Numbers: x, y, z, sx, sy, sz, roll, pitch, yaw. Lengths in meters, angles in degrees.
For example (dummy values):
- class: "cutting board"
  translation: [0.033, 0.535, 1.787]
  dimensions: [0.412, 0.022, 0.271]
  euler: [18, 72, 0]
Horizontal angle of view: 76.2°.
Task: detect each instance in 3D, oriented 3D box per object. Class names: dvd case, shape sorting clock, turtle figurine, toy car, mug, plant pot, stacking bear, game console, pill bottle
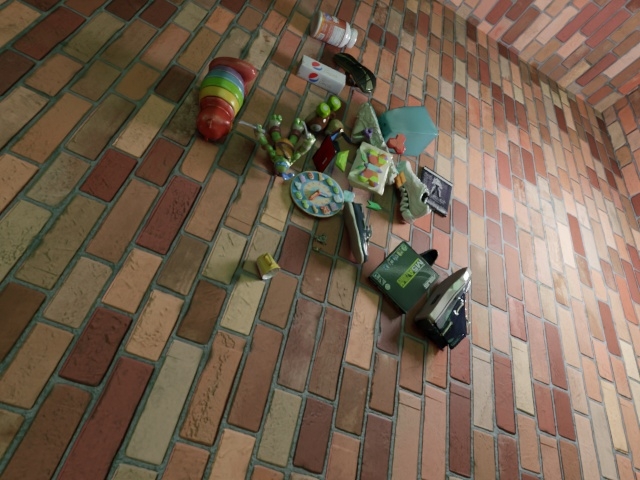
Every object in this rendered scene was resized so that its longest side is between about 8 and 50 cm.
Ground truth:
- class: "dvd case"
  translation: [0.514, -0.223, 1.839]
  dimensions: [0.164, 0.018, 0.221]
  euler: [30, 53, -9]
- class: "shape sorting clock"
  translation: [-0.010, -0.173, 1.493]
  dimensions: [0.206, 0.040, 0.207]
  euler: [10, 60, -18]
- class: "turtle figurine"
  translation: [-0.125, -0.383, 1.440]
  dimensions: [0.267, 0.197, 0.275]
  euler: [-91, 160, -49]
- class: "toy car"
  translation: [0.037, -0.442, 1.629]
  dimensions: [0.188, 0.155, 0.149]
  euler: [53, 50, -8]
- class: "mug"
  translation: [-0.161, 0.072, 1.255]
  dimensions: [0.062, 0.078, 0.064]
  euler: [4, 47, -58]
- class: "plant pot"
  translation: [0.361, -0.488, 1.822]
  dimensions: [0.234, 0.165, 0.166]
  euler: [-7, 66, -29]
- class: "stacking bear"
  translation: [-0.349, -0.482, 1.430]
  dimensions: [0.164, 0.175, 0.289]
  euler: [20, 62, -20]
- class: "game console"
  translation: [0.037, -0.341, 1.561]
  dimensions: [0.085, 0.144, 0.124]
  euler: [-7, 66, -31]
- class: "pill bottle"
  translation: [0.066, -1.024, 1.998]
  dimensions: [0.215, 0.121, 0.121]
  euler: [9, 58, -25]

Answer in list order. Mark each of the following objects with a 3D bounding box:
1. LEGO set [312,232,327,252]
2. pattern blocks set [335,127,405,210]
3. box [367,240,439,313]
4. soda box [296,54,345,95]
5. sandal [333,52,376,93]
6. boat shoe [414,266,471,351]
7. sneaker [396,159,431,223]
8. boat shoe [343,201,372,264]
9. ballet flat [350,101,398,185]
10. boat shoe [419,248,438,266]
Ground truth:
- class: "LEGO set"
  translation: [0.002, 0.002, 1.415]
  dimensions: [0.054, 0.023, 0.083]
  euler: [18, 55, -19]
- class: "pattern blocks set"
  translation: [0.198, -0.281, 1.588]
  dimensions: [0.284, 0.026, 0.326]
  euler: [8, 81, -8]
- class: "box"
  translation: [0.295, 0.129, 1.447]
  dimensions: [0.190, 0.045, 0.184]
  euler: [-43, 85, -14]
- class: "soda box"
  translation: [0.002, -0.738, 1.826]
  dimensions: [0.215, 0.069, 0.074]
  euler: [18, 55, -18]
- class: "sandal"
  translation: [0.163, -0.786, 1.942]
  dimensions: [0.120, 0.086, 0.303]
  euler: [-14, 55, -29]
- class: "boat shoe"
  translation: [0.484, 0.250, 1.489]
  dimensions: [0.340, 0.127, 0.158]
  euler: [-39, 92, -31]
- class: "sneaker"
  translation: [0.385, -0.211, 1.682]
  dimensions: [0.110, 0.118, 0.293]
  euler: [30, 49, -47]
- class: "boat shoe"
  translation: [0.142, -0.031, 1.473]
  dimensions: [0.078, 0.095, 0.255]
  euler: [0, 53, -17]
- class: "ballet flat"
  translation: [0.202, -0.409, 1.710]
  dimensions: [0.146, 0.147, 0.410]
  euler: [-4, 64, -31]
- class: "boat shoe"
  translation: [0.372, 0.098, 1.531]
  dimensions: [0.228, 0.076, 0.080]
  euler: [-29, 78, -37]
